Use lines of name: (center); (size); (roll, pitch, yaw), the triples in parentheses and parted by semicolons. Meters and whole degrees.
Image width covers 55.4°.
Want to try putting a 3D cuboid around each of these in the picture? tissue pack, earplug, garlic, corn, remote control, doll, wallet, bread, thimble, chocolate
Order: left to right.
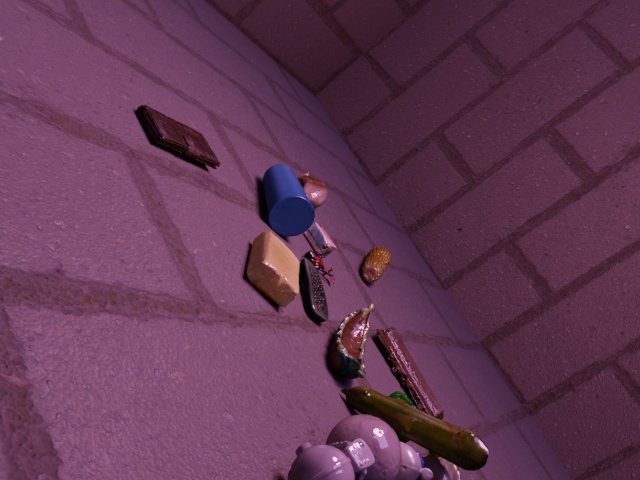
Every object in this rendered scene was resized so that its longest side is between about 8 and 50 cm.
wallet: (-0.347, -0.252, 1.509); (0.124, 0.042, 0.230); (56, 14, 25)
bread: (-0.109, 0.065, 1.444); (0.125, 0.068, 0.188); (47, 15, -20)
earplug: (-0.108, -0.137, 1.811); (0.132, 0.132, 0.273); (43, 14, -32)
garlic: (-0.038, -0.175, 2.207); (0.128, 0.090, 0.198); (35, 25, -7)
remote control: (-0.021, 0.129, 1.612); (0.072, 0.042, 0.222); (42, 19, -33)
tissue pack: (0.000, 0.000, 1.930); (0.094, 0.059, 0.074); (58, 14, 17)
doll: (0.041, 0.384, 1.039); (0.151, 0.151, 0.287); (58, 19, 19)
corn: (0.208, 0.087, 2.293); (0.097, 0.097, 0.320); (52, 17, -2)
thimble: (0.185, 0.427, 1.454); (0.130, 0.090, 0.118); (38, 19, -44)
chocolate: (0.267, 0.400, 1.808); (0.329, 0.065, 0.102); (59, 16, 17)
doll: (0.204, 0.498, 1.303); (0.293, 0.138, 0.119); (38, 61, -35)

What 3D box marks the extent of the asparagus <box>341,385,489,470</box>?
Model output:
asparagus: (0.203, 0.404, 1.336); (0.343, 0.082, 0.085); (19, 5, 26)

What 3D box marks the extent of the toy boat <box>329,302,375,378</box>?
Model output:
toy boat: (0.081, 0.253, 1.537); (0.108, 0.099, 0.293); (50, 23, -9)

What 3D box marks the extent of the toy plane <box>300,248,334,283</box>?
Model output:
toy plane: (-0.004, 0.073, 1.798); (0.145, 0.037, 0.060); (42, 22, -30)

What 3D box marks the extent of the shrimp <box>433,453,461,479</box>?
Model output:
shrimp: (0.342, 0.597, 1.652); (0.124, 0.034, 0.178); (63, 12, 12)
